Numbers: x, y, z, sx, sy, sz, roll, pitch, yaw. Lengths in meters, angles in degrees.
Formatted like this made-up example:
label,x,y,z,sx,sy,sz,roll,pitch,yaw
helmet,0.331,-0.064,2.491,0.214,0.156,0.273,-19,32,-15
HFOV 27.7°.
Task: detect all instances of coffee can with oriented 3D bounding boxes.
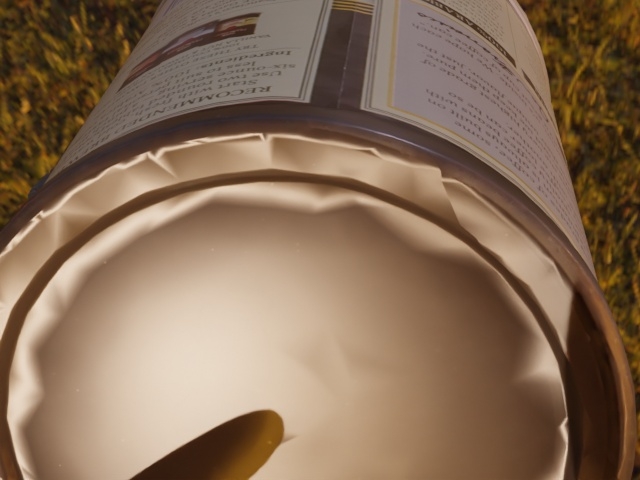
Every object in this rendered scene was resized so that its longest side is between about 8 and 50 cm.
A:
label,x,y,z,sx,sy,sz,roll,pitch,yaw
coffee can,0.000,0.000,0.497,0.202,0.201,0.275,-3,25,6

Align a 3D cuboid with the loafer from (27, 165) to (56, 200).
label,x,y,z,sx,sy,sz,roll,pitch,yaw
loafer,-0.156,0.005,1.012,0.094,0.087,0.251,-39,31,-2
